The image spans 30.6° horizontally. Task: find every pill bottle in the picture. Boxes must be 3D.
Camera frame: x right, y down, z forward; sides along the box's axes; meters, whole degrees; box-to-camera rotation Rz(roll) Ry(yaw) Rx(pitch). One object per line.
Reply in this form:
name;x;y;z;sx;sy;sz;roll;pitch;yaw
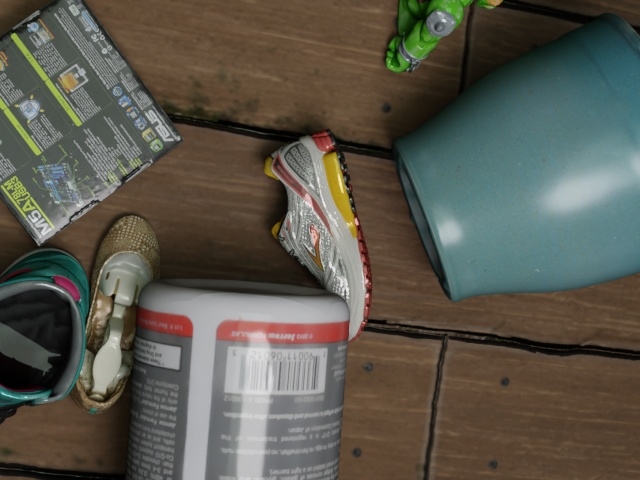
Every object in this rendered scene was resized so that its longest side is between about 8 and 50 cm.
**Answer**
pill bottle;-0.087;0.225;1.146;0.210;0.210;0.363;4;92;-16

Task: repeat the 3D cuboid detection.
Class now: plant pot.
plant pot;0.219;-0.063;1.211;0.255;0.271;0.272;-20;98;1

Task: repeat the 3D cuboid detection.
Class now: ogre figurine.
ogre figurine;0.136;-0.272;1.237;0.197;0.118;0.097;-44;103;-10

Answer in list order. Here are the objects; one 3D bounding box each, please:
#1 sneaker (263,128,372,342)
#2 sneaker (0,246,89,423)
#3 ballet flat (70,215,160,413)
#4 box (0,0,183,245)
sneaker;0.000;0.000;1.238;0.092;0.088;0.225;-14;96;5
sneaker;-0.315;0.138;1.091;0.123;0.178;0.296;36;83;-14
ballet flat;-0.202;0.077;1.179;0.073;0.067;0.206;11;89;-15
box;-0.265;-0.123;1.166;0.184;0.045;0.191;-38;103;-9
